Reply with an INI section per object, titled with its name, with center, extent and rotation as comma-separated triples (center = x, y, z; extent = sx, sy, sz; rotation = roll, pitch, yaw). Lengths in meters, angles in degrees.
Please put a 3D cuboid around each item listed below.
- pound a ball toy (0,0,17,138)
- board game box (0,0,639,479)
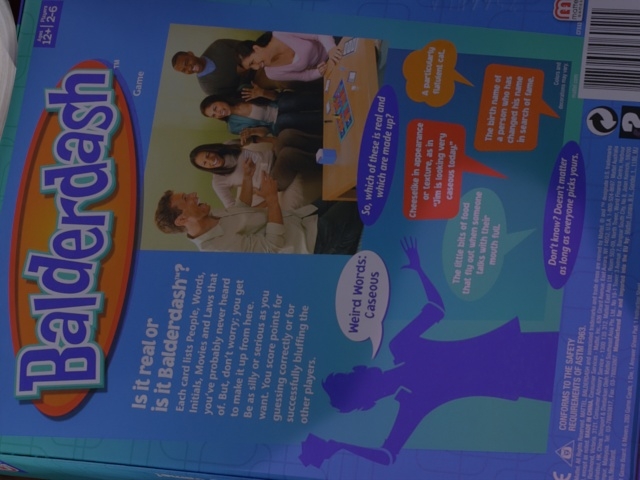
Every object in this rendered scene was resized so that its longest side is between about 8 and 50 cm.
[pound a ball toy]
center = -0.208, -0.082, 0.562
extent = 0.319, 0.136, 0.208
rotation = 11, 81, 24
[board game box]
center = 0.000, 0.000, 0.546
extent = 0.210, 0.047, 0.160
rotation = 4, 75, 15
